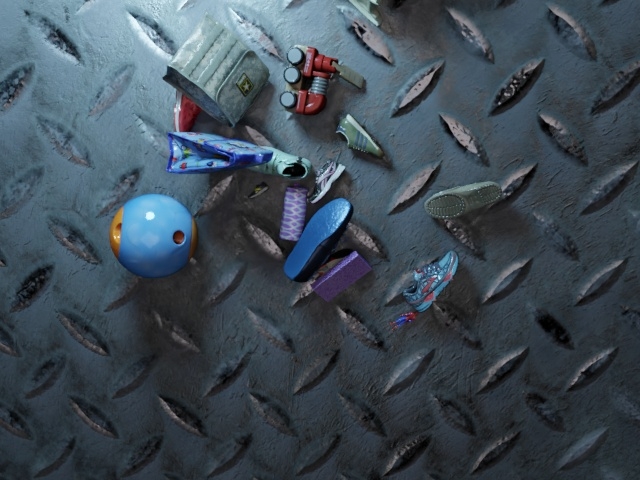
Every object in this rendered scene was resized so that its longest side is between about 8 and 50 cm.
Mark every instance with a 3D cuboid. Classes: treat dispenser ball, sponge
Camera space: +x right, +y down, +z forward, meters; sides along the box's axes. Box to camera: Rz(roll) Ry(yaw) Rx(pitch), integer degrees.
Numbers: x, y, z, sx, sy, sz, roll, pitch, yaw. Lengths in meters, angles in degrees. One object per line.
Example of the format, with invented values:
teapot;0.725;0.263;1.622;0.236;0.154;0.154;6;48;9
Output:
treat dispenser ball;-0.563;-0.015;1.817;0.289;0.288;0.287;0;102;0
sponge;0.076;0.132;1.946;0.210;0.031;0.117;-37;137;7

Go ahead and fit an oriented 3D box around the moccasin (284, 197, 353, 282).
moccasin;0.000;0.000;1.900;0.342;0.137;0.117;-49;142;8

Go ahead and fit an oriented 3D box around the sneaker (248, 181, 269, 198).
sneaker;-0.226;-0.179;1.918;0.083;0.031;0.035;-31;87;2

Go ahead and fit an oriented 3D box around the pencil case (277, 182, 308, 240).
pencil case;-0.094;-0.096;1.902;0.087;0.088;0.205;11;102;2

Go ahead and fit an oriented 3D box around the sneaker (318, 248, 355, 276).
sneaker;0.064;0.089;1.965;0.162;0.057;0.075;-23;120;2

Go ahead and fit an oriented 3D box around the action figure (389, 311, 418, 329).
action figure;0.317;0.297;2.014;0.115;0.030;0.038;-25;106;0

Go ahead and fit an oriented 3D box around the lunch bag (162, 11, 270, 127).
lunch bag;-0.327;-0.543;1.745;0.287;0.169;0.235;36;75;-18

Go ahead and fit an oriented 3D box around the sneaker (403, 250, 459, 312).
sneaker;0.398;0.135;1.943;0.125;0.104;0.261;34;99;-4

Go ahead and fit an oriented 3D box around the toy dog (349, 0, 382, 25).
toy dog;0.213;-0.950;1.660;0.408;0.284;0.395;-45;80;7

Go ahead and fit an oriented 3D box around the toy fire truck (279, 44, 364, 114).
toy fire truck;0.009;-0.524;1.799;0.247;0.158;0.216;12;101;8

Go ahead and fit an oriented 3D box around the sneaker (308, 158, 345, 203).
sneaker;0.007;-0.210;1.892;0.077;0.072;0.178;38;82;1

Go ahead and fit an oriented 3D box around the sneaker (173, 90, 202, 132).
sneaker;-0.429;-0.445;1.832;0.128;0.087;0.221;3;103;1

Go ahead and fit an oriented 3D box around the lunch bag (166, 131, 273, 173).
lunch bag;-0.314;-0.273;1.745;0.294;0.221;0.138;10;103;25

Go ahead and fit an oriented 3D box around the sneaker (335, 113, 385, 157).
sneaker;0.133;-0.345;1.868;0.086;0.064;0.192;-41;99;15

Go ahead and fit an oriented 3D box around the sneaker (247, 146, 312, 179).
sneaker;-0.158;-0.266;1.835;0.256;0.151;0.094;9;103;-1

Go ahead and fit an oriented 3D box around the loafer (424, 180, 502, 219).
loafer;0.506;-0.143;1.895;0.269;0.092;0.101;-12;100;19
